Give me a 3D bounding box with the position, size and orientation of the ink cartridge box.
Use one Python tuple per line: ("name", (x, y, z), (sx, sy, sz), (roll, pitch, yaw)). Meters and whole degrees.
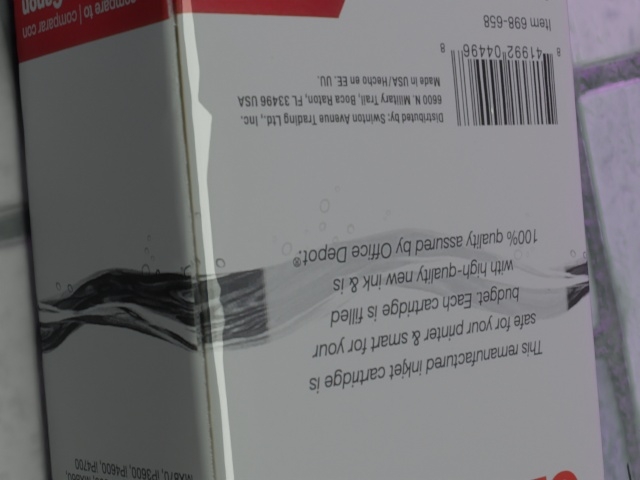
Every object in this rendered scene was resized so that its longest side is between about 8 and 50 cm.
("ink cartridge box", (0.000, 0.000, 0.553), (0.197, 0.114, 0.273), (-5, 90, -40))
